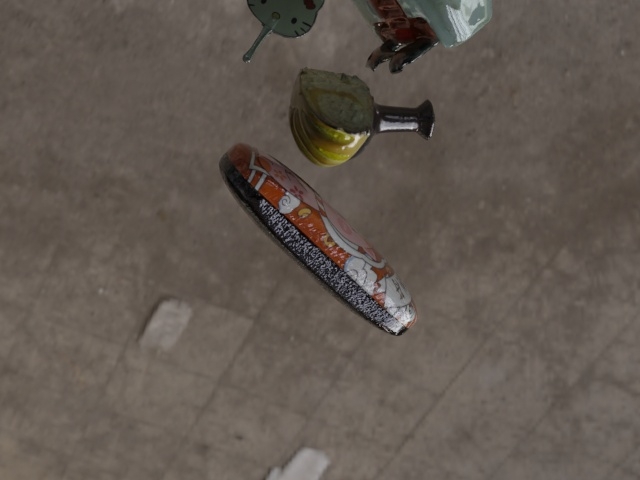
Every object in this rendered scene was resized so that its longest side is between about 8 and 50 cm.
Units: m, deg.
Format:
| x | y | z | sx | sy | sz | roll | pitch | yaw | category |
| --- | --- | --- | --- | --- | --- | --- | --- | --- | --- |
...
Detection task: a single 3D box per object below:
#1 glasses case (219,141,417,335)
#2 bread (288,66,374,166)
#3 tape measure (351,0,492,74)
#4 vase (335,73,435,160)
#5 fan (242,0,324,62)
| x | y | z | sx | sy | sz | roll | pitch | yaw | category |
| --- | --- | --- | --- | --- | --- | --- | --- | --- | --- |
| 0.000 | 0.000 | 1.319 | 0.067 | 0.103 | 0.267 | -45 | 110 | 9 | glasses case |
| 0.006 | -0.127 | 1.330 | 0.083 | 0.157 | 0.094 | 11 | 131 | -8 | bread |
| 0.060 | -0.265 | 0.756 | 0.243 | 0.246 | 0.125 | 55 | 163 | -20 | tape measure |
| 0.067 | -0.166 | 1.749 | 0.183 | 0.120 | 0.120 | 0 | 134 | -16 | vase |
| -0.035 | -0.167 | 0.958 | 0.056 | 0.083 | 0.004 | 34 | 168 | -1 | fan |
